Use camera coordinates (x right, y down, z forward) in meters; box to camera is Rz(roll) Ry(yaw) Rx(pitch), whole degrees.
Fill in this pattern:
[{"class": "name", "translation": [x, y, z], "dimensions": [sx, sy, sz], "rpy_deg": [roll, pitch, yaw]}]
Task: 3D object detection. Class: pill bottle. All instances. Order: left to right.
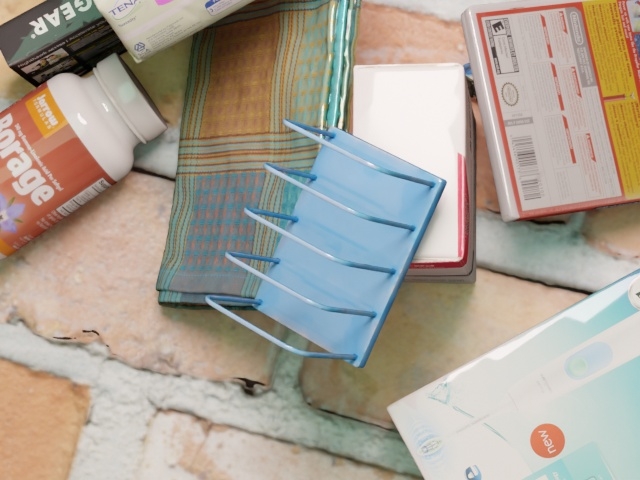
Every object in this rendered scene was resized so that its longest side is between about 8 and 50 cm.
[{"class": "pill bottle", "translation": [-0.263, -0.086, 1.491], "dimensions": [0.216, 0.121, 0.121], "rpy_deg": [-35, 82, 1]}]

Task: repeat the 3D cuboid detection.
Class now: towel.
[{"class": "towel", "translation": [-0.060, -0.116, 1.428], "dimensions": [0.040, 0.271, 0.370], "rpy_deg": [10, 83, -36]}]

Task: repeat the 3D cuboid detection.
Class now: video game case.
[{"class": "video game case", "translation": [0.284, -0.135, 1.438], "dimensions": [0.285, 0.025, 0.204], "rpy_deg": [-8, 82, -17]}]

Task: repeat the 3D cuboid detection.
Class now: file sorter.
[{"class": "file sorter", "translation": [0.000, 0.000, 1.233], "dimensions": [0.118, 0.104, 0.170], "rpy_deg": [28, 99, 29]}]

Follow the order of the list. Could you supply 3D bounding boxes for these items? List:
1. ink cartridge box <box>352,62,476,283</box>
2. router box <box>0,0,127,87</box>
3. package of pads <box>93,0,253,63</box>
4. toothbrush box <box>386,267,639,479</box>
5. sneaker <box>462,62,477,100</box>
[{"class": "ink cartridge box", "translation": [0.090, -0.054, 1.394], "dimensions": [0.100, 0.237, 0.172], "rpy_deg": [0, 84, 8]}, {"class": "router box", "translation": [-0.219, -0.215, 1.495], "dimensions": [0.179, 0.133, 0.046], "rpy_deg": [-28, 82, 2]}, {"class": "package of pads", "translation": [-0.116, -0.324, 1.372], "dimensions": [0.229, 0.101, 0.296], "rpy_deg": [-29, 48, 5]}, {"class": "toothbrush box", "translation": [0.240, 0.178, 1.409], "dimensions": [0.295, 0.126, 0.216], "rpy_deg": [-28, 82, 3]}, {"class": "sneaker", "translation": [0.212, -0.178, 1.491], "dimensions": [0.162, 0.063, 0.073], "rpy_deg": [-11, 73, -4]}]
